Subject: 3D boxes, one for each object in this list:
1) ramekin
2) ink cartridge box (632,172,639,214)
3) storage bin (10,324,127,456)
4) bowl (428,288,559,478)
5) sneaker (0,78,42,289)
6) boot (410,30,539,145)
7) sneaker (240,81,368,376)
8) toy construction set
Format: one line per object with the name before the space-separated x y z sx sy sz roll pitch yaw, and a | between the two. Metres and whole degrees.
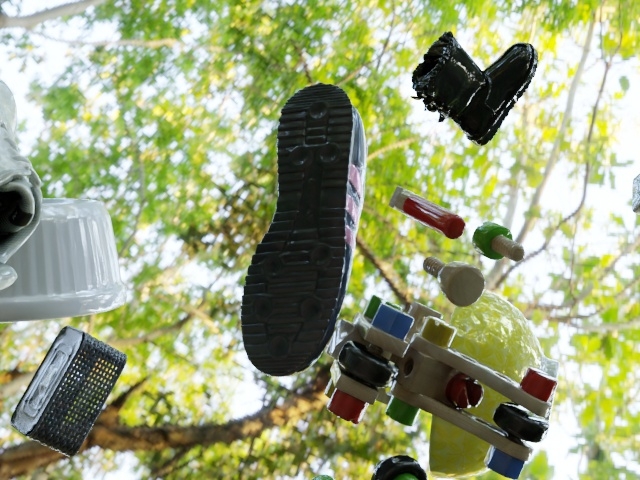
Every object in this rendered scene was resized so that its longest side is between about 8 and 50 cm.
ramekin | -0.366 0.016 1.171 0.273 0.273 0.127 2 -85 18
ink cartridge box | 0.551 -0.070 1.172 0.275 0.060 0.239 16 -28 -8
storage bin | -0.399 0.236 1.567 0.084 0.180 0.122 34 -15 -29
bowl | 0.264 0.220 1.456 0.156 0.289 0.289 10 -54 14
sneaker | -0.276 -0.044 0.802 0.118 0.292 0.110 -15 -51 9
boot | 0.143 -0.158 0.925 0.099 0.121 0.045 36 -8 -31
sneaker | 0.000 0.000 1.063 0.112 0.319 0.131 6 -18 20
toy construction set | 0.091 0.094 1.040 0.257 0.237 0.309 -3 -73 -21
